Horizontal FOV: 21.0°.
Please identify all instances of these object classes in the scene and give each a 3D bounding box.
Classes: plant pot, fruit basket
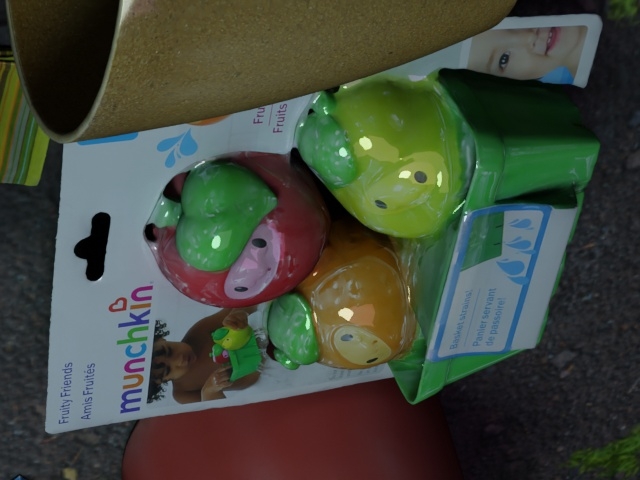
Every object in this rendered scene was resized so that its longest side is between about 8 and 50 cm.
[{"bbox_3d":[-0.021,-0.173,0.934,0.254,0.237,0.237,-3,131,-23],"label":"plant pot"},{"bbox_3d":[0.000,0.000,1.144,0.353,0.165,0.327,-10,134,-25],"label":"fruit basket"},{"bbox_3d":[0.009,0.239,1.326,0.275,0.243,0.275,-14,134,-14],"label":"plant pot"}]

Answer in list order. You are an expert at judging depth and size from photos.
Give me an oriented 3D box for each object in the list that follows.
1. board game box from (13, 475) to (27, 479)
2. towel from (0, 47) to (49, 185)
[{"bbox_3d":[-0.133,0.371,1.338,0.086,0.302,0.308,-38,135,11],"label":"board game box"},{"bbox_3d":[-0.279,-0.074,1.061,0.237,0.021,0.102,-1,130,-24],"label":"towel"}]
